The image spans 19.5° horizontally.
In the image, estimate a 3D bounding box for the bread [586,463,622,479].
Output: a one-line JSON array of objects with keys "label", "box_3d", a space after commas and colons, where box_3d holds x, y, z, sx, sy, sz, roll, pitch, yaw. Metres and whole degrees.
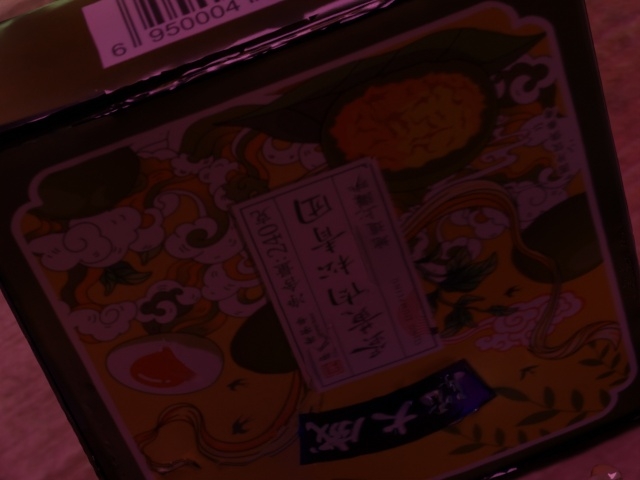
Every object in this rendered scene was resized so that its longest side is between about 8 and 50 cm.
[{"label": "bread", "box_3d": [0.200, 0.252, 1.031, 0.274, 0.149, 0.274, -16, 41, 14]}]

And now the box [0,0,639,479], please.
[{"label": "box", "box_3d": [0.000, 0.000, 1.176, 0.373, 0.420, 0.138, -21, 42, -2]}]
